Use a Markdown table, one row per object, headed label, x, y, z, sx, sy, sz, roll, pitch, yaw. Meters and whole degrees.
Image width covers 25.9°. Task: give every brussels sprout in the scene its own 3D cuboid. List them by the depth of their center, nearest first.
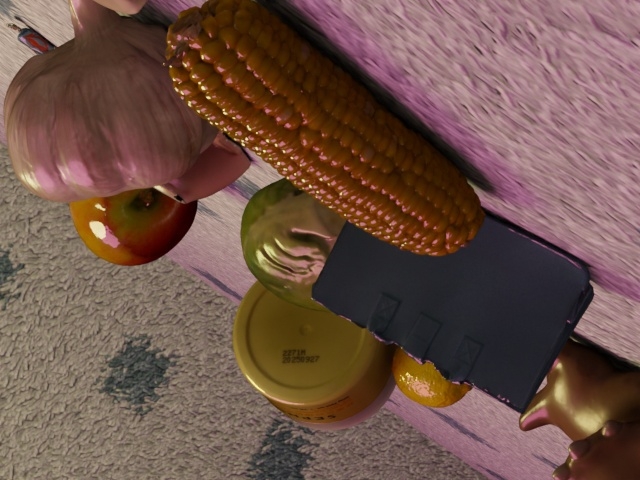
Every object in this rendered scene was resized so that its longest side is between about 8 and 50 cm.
| label | x | y | z | sx | sy | sz | roll | pitch | yaw |
| --- | --- | --- | --- | --- | --- | --- | --- | --- | --- |
| brussels sprout | -0.005 | 0.002 | 1.441 | 0.161 | 0.143 | 0.181 | 50 | 154 | 18 |

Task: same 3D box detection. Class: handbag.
| label | x | y | z | sx | sy | sz | roll | pitch | yaw |
| --- | --- | --- | --- | --- | --- | --- | --- | --- | --- |
| handbag | 0.113 | 0.042 | 1.214 | 0.221 | 0.144 | 0.057 | 29 | 172 | 19 |

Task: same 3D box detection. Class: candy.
| label | x | y | z | sx | sy | sz | roll | pitch | yaw |
| --- | --- | --- | --- | --- | --- | --- | --- | --- | --- |
| candy | -0.356 | -0.246 | 1.732 | 0.083 | 0.020 | 0.030 | 36 | 172 | -34 |

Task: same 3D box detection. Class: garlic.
| label | x | y | z | sx | sy | sz | roll | pitch | yaw |
| --- | --- | --- | --- | --- | --- | --- | --- | --- | --- |
| garlic | -0.200 | -0.155 | 1.282 | 0.218 | 0.218 | 0.212 | 22 | 129 | 52 |

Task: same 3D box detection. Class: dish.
| label | x | y | z | sx | sy | sz | roll | pitch | yaw |
| --- | --- | --- | --- | --- | --- | --- | --- | --- | --- |
| dish | -0.192 | -0.115 | 1.632 | 0.213 | 0.090 | 0.213 | 33 | 172 | 5 |

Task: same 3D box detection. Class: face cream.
| label | x | y | z | sx | sy | sz | roll | pitch | yaw |
| --- | --- | --- | --- | --- | --- | --- | --- | --- | --- |
| face cream | -0.002 | 0.153 | 2.025 | 0.218 | 0.218 | 0.179 | 30 | 170 | 21 |

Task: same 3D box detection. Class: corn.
| label | x | y | z | sx | sy | sz | roll | pitch | yaw |
| --- | --- | --- | --- | --- | --- | --- | --- | --- | --- |
| corn | 0.006 | -0.079 | 1.079 | 0.313 | 0.102 | 0.102 | 38 | 170 | -30 |

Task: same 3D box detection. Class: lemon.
| label | x | y | z | sx | sy | sz | roll | pitch | yaw |
| --- | --- | --- | --- | --- | --- | --- | --- | --- | --- |
| lemon | 0.160 | 0.181 | 1.961 | 0.133 | 0.109 | 0.109 | 15 | 164 | 27 |

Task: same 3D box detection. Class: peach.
| label | x | y | z | sx | sy | sz | roll | pitch | yaw |
| --- | --- | --- | --- | --- | --- | --- | --- | --- | --- |
| peach | -0.262 | -0.057 | 1.927 | 0.197 | 0.197 | 0.197 | 32 | 172 | 5 |

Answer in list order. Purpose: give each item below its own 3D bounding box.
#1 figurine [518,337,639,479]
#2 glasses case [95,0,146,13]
| label | x | y | z | sx | sy | sz | roll | pitch | yaw |
| --- | --- | --- | --- | --- | --- | --- | --- | --- | --- |
| figurine | 0.299 | 0.220 | 1.447 | 0.247 | 0.173 | 0.177 | 29 | 171 | 25 |
| glasses case | -0.199 | -0.244 | 1.056 | 0.083 | 0.050 | 0.196 | 23 | 167 | 40 |
